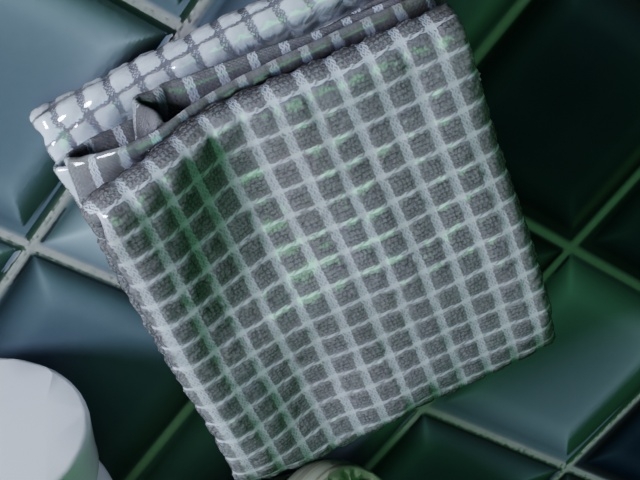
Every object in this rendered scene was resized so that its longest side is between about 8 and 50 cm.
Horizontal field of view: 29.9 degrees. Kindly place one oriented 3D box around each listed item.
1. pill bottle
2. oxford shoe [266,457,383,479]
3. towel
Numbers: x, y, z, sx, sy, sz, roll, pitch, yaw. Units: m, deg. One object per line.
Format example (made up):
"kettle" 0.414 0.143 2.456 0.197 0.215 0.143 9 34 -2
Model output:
"pill bottle" -0.206 0.224 0.779 0.161 0.161 0.283 -9 127 -13
"oxford shoe" -0.078 0.345 0.786 0.169 0.449 0.130 45 143 -23
"towel" 0.000 0.000 0.706 0.235 0.121 0.283 -25 129 0
